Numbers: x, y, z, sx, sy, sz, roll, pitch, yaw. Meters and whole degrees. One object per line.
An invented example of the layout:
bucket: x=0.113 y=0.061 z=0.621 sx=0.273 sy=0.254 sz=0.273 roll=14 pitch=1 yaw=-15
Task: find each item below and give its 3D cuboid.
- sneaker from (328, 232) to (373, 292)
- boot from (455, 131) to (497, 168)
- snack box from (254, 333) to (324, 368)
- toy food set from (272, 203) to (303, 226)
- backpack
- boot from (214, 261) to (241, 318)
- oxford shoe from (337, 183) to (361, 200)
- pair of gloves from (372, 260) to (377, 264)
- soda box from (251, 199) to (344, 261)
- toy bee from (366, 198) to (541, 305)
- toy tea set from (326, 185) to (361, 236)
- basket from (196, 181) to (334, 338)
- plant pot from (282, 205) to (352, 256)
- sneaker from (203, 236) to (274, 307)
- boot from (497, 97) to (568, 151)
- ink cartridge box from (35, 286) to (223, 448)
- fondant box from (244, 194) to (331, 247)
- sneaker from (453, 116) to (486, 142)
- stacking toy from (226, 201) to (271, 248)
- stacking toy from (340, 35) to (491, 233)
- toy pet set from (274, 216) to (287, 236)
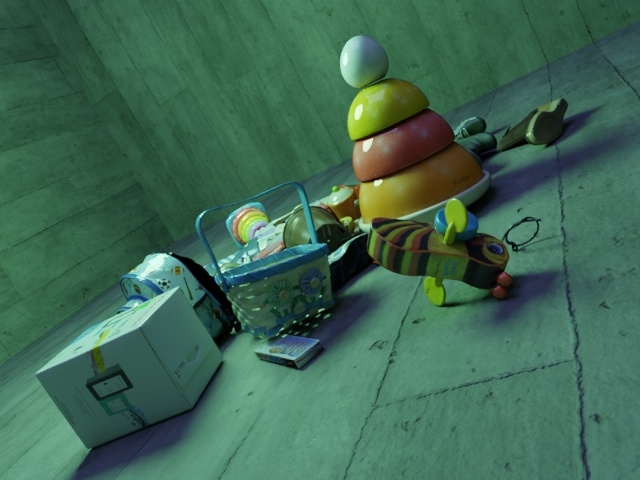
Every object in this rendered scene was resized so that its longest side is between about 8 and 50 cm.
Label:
sneaker: x=0.053 y=0.047 z=1.389 sx=0.211 sy=0.080 sz=0.081 roll=-33 pitch=16 yaw=-26
boot: x=0.444 y=-0.268 z=1.753 sx=0.223 sy=0.118 sz=0.338 roll=-26 pitch=15 yaw=-12
snack box: x=-0.065 y=0.210 z=1.118 sx=0.064 sy=0.022 sz=0.178 roll=-33 pitch=12 yaw=-28
toy food set: x=-0.053 y=-0.017 z=1.751 sx=0.132 sy=0.192 sz=0.038 roll=-31 pitch=47 yaw=7
backpack: x=-0.376 y=0.164 z=1.436 sx=0.277 sy=0.263 sz=0.213 roll=-15 pitch=20 yaw=46
boot: x=-0.143 y=0.140 z=1.416 sx=0.077 sy=0.213 sz=0.165 roll=-55 pitch=43 yaw=19
oxford shoe: x=0.139 y=-0.159 z=2.081 sx=0.099 sy=0.096 sz=0.271 roll=-13 pitch=7 yaw=-29
pair of gloves: x=0.167 y=0.034 z=1.354 sx=0.083 sy=0.010 sz=0.074 roll=-12 pitch=19 yaw=45
soda box: x=-0.066 y=0.005 z=1.663 sx=0.263 sy=0.083 sz=0.092 roll=-42 pitch=28 yaw=-6
toy bee: x=0.232 y=0.018 z=0.926 sx=0.299 sy=0.195 sz=0.162 roll=-17 pitch=38 yaw=4
toy tea set: x=0.154 y=-0.135 z=1.747 sx=0.336 sy=0.124 sz=0.200 roll=-26 pitch=22 yaw=11
basket: x=-0.102 y=0.040 z=1.231 sx=0.255 sy=0.288 sz=0.201 roll=-24 pitch=4 yaw=-27
plant pot: x=0.000 y=0.000 z=1.543 sx=0.167 sy=0.166 sz=0.165 roll=-31 pitch=19 yaw=-10
sneaker: x=-0.229 y=0.085 z=1.746 sx=0.236 sy=0.130 sz=0.323 roll=-27 pitch=6 yaw=30
boot: x=0.596 y=-0.302 z=1.680 sx=0.248 sy=0.090 sz=0.207 roll=-43 pitch=5 yaw=-38
ink cartridge box: x=-0.386 y=0.261 z=1.211 sx=0.270 sy=0.197 sz=0.198 roll=-25 pitch=13 yaw=17
fondant box: x=-0.067 y=-0.041 z=1.997 sx=0.330 sy=0.096 sz=0.238 roll=-23 pitch=13 yaw=28
sneaker: x=0.484 y=-0.345 z=2.072 sx=0.229 sy=0.086 sz=0.132 roll=-32 pitch=12 yaw=39
stacking toy: x=-0.242 y=-0.029 z=2.287 sx=0.175 sy=0.165 sz=0.302 roll=-30 pitch=27 yaw=-13
stacking toy: x=0.186 y=-0.279 z=1.445 sx=0.351 sy=0.479 sz=0.350 roll=-22 pitch=10 yaw=4
toy pet set: x=-0.103 y=-0.016 z=1.861 sx=0.122 sy=0.114 sz=0.065 roll=-11 pitch=45 yaw=35
